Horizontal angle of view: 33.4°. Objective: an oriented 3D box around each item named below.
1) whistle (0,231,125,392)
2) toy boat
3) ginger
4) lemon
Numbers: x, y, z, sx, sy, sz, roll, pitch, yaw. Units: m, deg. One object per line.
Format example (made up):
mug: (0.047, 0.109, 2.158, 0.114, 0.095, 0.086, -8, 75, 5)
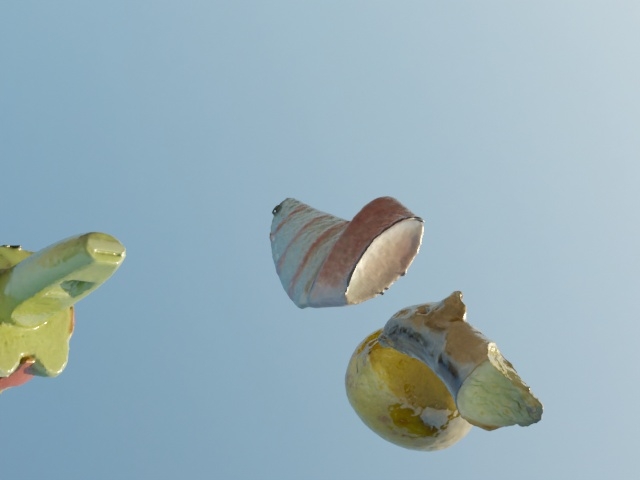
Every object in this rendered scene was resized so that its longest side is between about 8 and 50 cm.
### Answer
whistle: (-0.256, 0.066, 0.805, 0.131, 0.288, 0.106, 12, -122, -53)
toy boat: (0.000, 0.000, 1.498, 0.206, 0.096, 0.282, -47, -142, -15)
ginger: (0.087, 0.075, 0.682, 0.044, 0.057, 0.137, -16, -148, -23)
lemon: (0.125, 0.195, 1.429, 0.207, 0.170, 0.170, 32, -148, -27)
